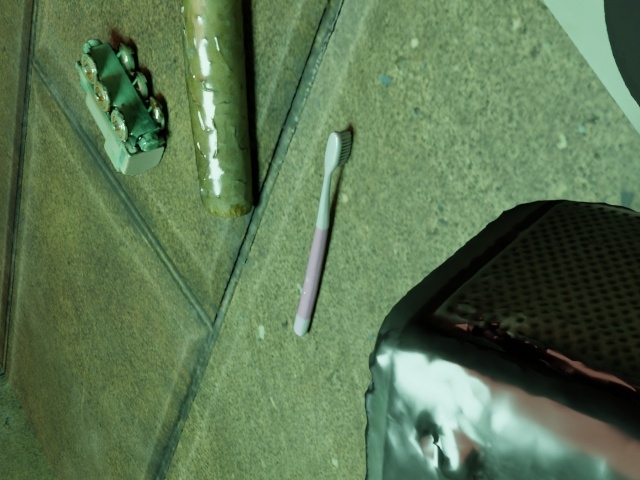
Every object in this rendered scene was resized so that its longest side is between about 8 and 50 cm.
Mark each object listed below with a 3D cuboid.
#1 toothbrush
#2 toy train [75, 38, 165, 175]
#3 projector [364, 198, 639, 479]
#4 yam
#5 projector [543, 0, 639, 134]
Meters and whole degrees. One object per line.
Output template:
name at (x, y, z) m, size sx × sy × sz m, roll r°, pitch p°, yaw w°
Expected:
toothbrush at (0.000, 0.000, 0.954) m, size 0.020 × 0.025 × 0.287 m, roll 40°, pitch 134°, yaw 34°
toy train at (-0.292, -0.194, 1.211) m, size 0.194 × 0.080 × 0.125 m, roll 58°, pitch 146°, yaw 17°
projector at (0.229, 0.221, 0.486) m, size 0.405 × 0.242 × 0.395 m, roll 22°, pitch 128°, yaw 33°
yam at (-0.122, -0.208, 0.985) m, size 0.083 × 0.083 × 0.372 m, roll 19°, pitch 119°, yaw 48°
projector at (0.279, -0.151, 0.474) m, size 0.259 × 0.079 × 0.257 m, roll 60°, pitch 142°, yaw 16°
